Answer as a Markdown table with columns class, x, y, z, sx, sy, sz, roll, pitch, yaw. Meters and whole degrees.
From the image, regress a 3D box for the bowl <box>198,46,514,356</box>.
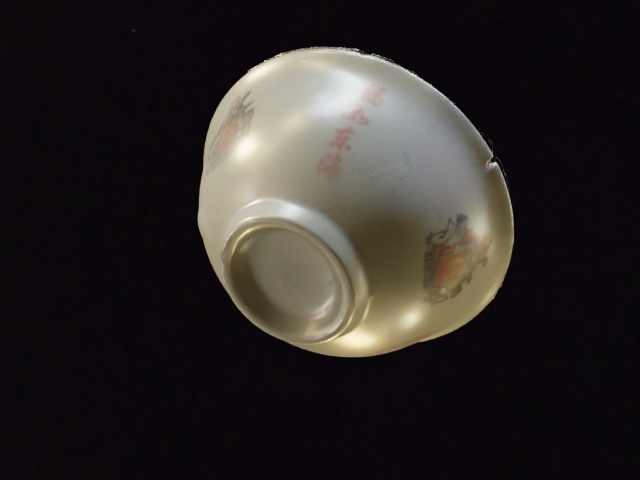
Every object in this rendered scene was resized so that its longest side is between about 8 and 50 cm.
| class | x | y | z | sx | sy | sz | roll | pitch | yaw |
| --- | --- | --- | --- | --- | --- | --- | --- | --- | --- |
| bowl | 0.000 | 0.000 | 1.152 | 0.345 | 0.157 | 0.345 | 15 | -54 | 22 |
